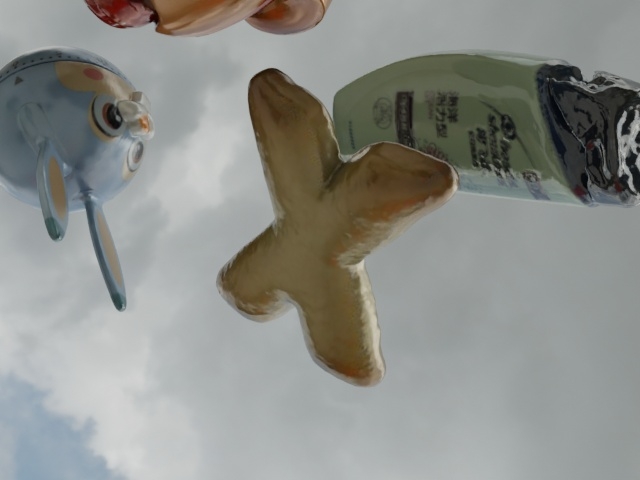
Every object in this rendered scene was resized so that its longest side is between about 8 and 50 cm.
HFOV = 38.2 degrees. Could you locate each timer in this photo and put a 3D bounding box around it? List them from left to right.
[{"bbox_3d":[-0.214,-0.081,0.847,0.255,0.175,0.175,38,-86,39],"label":"timer"}]

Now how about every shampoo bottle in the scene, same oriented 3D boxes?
[{"bbox_3d":[0.142,-0.108,0.849,0.359,0.078,0.134,12,-60,55],"label":"shampoo bottle"}]

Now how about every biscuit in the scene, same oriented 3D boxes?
[{"bbox_3d":[-0.001,0.000,0.665,0.164,0.047,0.208,30,-50,19],"label":"biscuit"}]

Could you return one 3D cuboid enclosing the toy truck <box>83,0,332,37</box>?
[{"bbox_3d":[-0.085,-0.289,0.752,0.189,0.239,0.265,-16,-80,35],"label":"toy truck"}]
